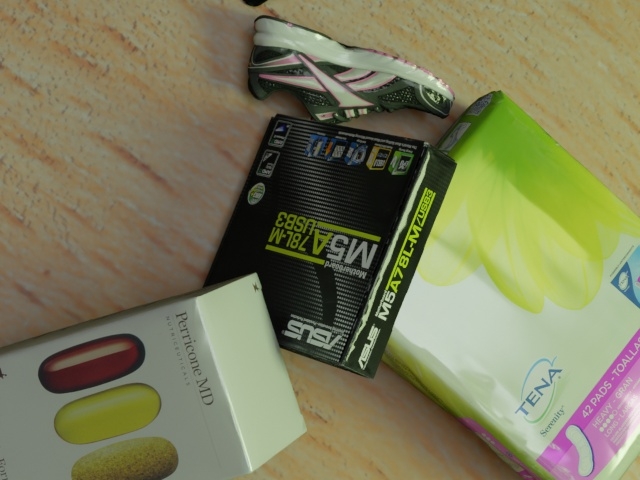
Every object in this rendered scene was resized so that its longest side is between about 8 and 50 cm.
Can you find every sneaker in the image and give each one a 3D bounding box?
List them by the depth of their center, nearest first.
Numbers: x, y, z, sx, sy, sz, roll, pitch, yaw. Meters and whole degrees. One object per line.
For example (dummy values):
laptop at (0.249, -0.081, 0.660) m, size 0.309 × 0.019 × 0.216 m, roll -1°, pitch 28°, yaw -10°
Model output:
sneaker at (0.021, -0.127, 1.409) m, size 0.178 × 0.072 × 0.077 m, roll 18°, pitch 97°, yaw -2°

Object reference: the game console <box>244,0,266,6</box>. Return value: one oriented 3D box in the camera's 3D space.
game console at (-0.036, -0.278, 1.423) m, size 0.107 × 0.071 × 0.122 m, roll -34°, pitch 96°, yaw -40°

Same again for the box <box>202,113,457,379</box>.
box at (0.000, 0.000, 1.336) m, size 0.045 × 0.190 × 0.184 m, roll 30°, pitch 80°, yaw -42°

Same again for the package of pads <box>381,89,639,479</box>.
package of pads at (0.173, 0.057, 1.408) m, size 0.296 × 0.101 × 0.229 m, roll 42°, pitch 80°, yaw -6°

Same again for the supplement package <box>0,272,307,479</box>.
supplement package at (-0.156, 0.126, 1.272) m, size 0.244 × 0.134 × 0.139 m, roll -18°, pitch 91°, yaw 18°
